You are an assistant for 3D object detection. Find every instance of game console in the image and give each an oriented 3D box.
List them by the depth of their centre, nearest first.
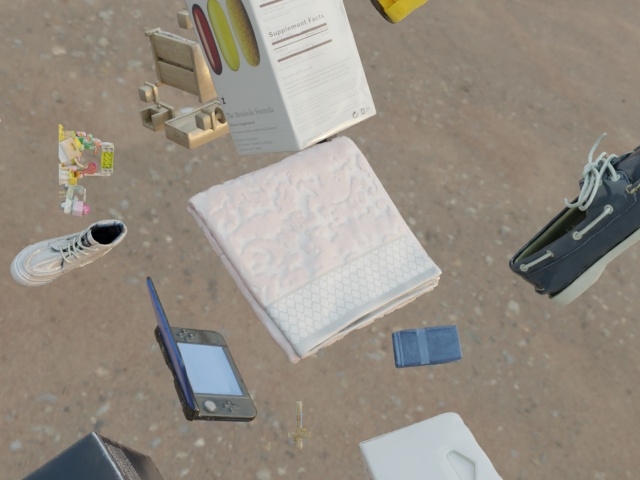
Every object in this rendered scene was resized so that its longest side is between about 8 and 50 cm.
[{"bbox_3d":[-0.263,0.238,1.843,0.250,0.173,0.293,10,31,-34],"label":"game console"}]

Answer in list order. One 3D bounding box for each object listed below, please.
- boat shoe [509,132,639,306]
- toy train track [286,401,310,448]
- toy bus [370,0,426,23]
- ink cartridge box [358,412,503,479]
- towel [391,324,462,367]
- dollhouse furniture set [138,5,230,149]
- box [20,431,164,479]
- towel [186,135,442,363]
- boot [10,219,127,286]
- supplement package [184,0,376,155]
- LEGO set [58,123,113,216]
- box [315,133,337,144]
[{"bbox_3d":[0.285,-0.039,0.834,0.079,0.254,0.095,33,42,0],"label":"boat shoe"},{"bbox_3d":[-0.037,0.333,1.506,0.048,0.083,0.014,-6,-13,24],"label":"toy train track"},{"bbox_3d":[0.097,-0.485,1.343,0.211,0.149,0.220,40,23,-28],"label":"toy bus"},{"bbox_3d":[0.198,0.491,1.212,0.160,0.385,0.279,-17,22,-7],"label":"ink cartridge box"},{"bbox_3d":[0.187,0.187,1.472,0.119,0.067,0.029,-7,-9,8],"label":"towel"},{"bbox_3d":[-0.317,-0.429,2.037,0.173,0.356,0.303,-30,40,-34],"label":"dollhouse furniture set"},{"bbox_3d":[-0.339,0.419,1.016,0.343,0.312,0.179,-34,73,-11],"label":"box"},{"bbox_3d":[0.000,0.000,1.352,0.331,0.053,0.317,-25,73,-33],"label":"towel"},{"bbox_3d":[-0.535,0.014,1.796,0.095,0.123,0.258,59,35,-1],"label":"boot"},{"bbox_3d":[-0.055,-0.241,1.012,0.134,0.244,0.139,-30,19,-34],"label":"supplement package"},{"bbox_3d":[-0.452,-0.159,1.617,0.107,0.287,0.132,0,68,-18],"label":"LEGO set"},{"bbox_3d":[-0.009,-0.332,1.605,0.073,0.296,0.293,0,8,3],"label":"box"}]
